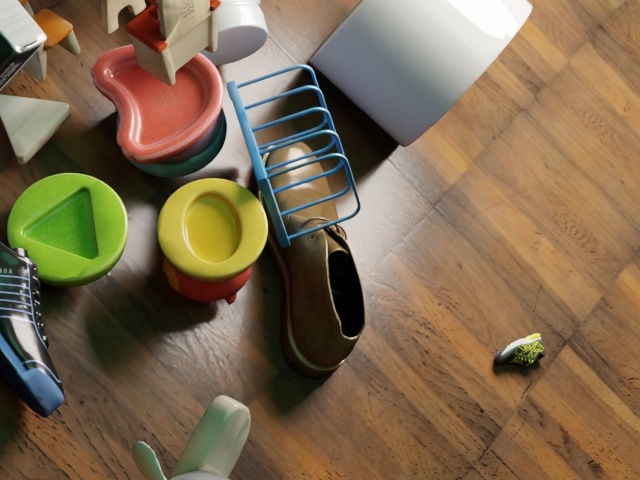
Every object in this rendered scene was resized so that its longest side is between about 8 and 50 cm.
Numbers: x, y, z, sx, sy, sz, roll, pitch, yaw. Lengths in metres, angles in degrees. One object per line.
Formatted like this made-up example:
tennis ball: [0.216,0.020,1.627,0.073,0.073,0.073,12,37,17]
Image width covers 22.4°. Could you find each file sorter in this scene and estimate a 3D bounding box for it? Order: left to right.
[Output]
file sorter: [-0.030,-0.103,1.861,0.104,0.118,0.170,-19,48,-1]

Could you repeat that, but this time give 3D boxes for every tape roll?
tape roll: [0.125,-0.263,2.043,0.169,0.246,0.246,42,51,-6]

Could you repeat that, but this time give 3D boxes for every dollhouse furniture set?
dollhouse furniture set: [-0.235,-0.301,1.823,0.259,0.135,0.262,35,62,25]

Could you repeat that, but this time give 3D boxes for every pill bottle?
pill bottle: [-0.142,-0.330,1.997,0.119,0.119,0.208,-7,69,-34]

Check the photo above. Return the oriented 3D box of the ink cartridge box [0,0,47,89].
ink cartridge box: [-0.467,-0.222,1.624,0.307,0.303,0.072,50,32,0]

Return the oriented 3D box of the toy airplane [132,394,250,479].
toy airplane: [-0.191,0.369,1.423,0.384,0.272,0.386,-26,124,-33]

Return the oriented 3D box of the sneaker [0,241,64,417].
sneaker: [-0.321,0.070,1.685,0.090,0.081,0.232,-32,82,-22]

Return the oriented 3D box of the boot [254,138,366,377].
boot: [0.000,0.000,1.907,0.112,0.115,0.305,2,62,-27]

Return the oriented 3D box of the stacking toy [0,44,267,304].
stacking toy: [-0.218,-0.056,1.843,0.279,0.130,0.309,-11,66,-7]

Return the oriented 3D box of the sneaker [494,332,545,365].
sneaker: [0.255,0.143,2.035,0.083,0.031,0.035,-20,77,-37]
